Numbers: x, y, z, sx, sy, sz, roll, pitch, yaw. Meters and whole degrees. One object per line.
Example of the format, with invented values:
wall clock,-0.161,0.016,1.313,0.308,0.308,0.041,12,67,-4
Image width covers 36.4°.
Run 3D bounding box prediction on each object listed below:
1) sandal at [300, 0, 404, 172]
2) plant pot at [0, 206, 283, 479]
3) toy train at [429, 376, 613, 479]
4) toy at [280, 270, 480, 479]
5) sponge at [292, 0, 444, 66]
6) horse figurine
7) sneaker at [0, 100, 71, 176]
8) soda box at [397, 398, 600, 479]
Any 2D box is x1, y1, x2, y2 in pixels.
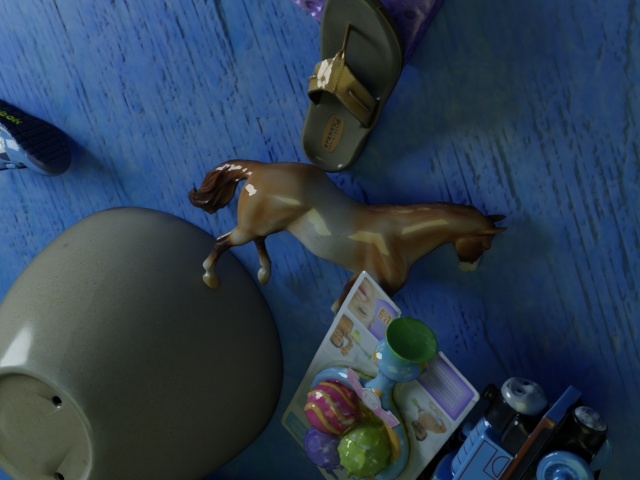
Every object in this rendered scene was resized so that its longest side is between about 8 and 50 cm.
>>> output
sandal,0.015,-0.114,0.752,0.072,0.049,0.180,32,138,13
plant pot,-0.202,0.132,0.900,0.284,0.191,0.284,9,114,22
toy train,0.147,0.186,0.757,0.105,0.080,0.184,35,121,18
toy,0.028,0.151,0.819,0.137,0.056,0.237,47,136,20
sponge,0.062,-0.242,0.712,0.117,0.031,0.210,37,123,9
horse figurine,0.000,0.000,0.817,0.263,0.066,0.174,27,129,7
sneaker,-0.298,-0.091,0.938,0.144,0.053,0.059,29,120,22
soda box,0.151,0.188,0.832,0.169,0.053,0.060,-23,98,31
